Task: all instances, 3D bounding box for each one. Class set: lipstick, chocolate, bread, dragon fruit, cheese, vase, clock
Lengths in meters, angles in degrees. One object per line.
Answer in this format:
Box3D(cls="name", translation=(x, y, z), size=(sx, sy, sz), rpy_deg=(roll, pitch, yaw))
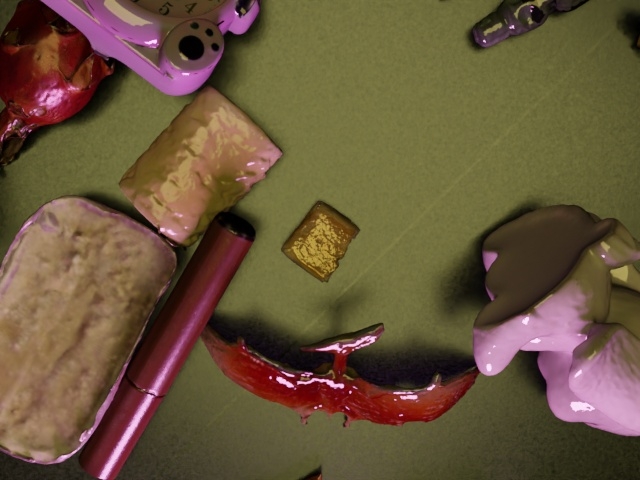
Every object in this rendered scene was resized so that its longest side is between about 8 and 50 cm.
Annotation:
Box3D(cls="lipstick", translation=(-0.181, 0.126, 1.138), size=(0.057, 0.057, 0.356), rpy_deg=(30, 103, -3))
Box3D(cls="chocolate", translation=(-0.299, 0.102, 1.139), size=(0.185, 0.100, 0.303), rpy_deg=(28, 90, 3))
Box3D(cls="bread", translation=(0.000, 0.000, 1.164), size=(0.070, 0.035, 0.083), rpy_deg=(33, 88, -3))
Box3D(cls="dragon fruit", translation=(-0.328, -0.175, 1.117), size=(0.125, 0.125, 0.246), rpy_deg=(30, 111, -26))
Box3D(cls="cheese", translation=(-0.140, -0.084, 1.125), size=(0.123, 0.094, 0.167), rpy_deg=(44, 94, -2))
Box3D(cls="vase", translation=(0.271, -0.287, 1.125), size=(0.211, 0.060, 0.060), rpy_deg=(-31, 94, 4))
Box3D(cls="clock", translation=(-0.168, -0.306, 1.066), size=(0.227, 0.090, 0.248), rpy_deg=(37, 66, -11))

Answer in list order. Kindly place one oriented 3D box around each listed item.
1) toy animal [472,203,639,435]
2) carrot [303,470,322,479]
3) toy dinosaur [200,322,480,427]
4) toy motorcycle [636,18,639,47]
Box3D(cls="toy animal", translation=(0.310, 0.108, 1.085), size=(0.206, 0.271, 0.265), rpy_deg=(-31, 109, 28))
Box3D(cls="carrot", translation=(-0.075, 0.366, 1.195), size=(0.224, 0.057, 0.057), rpy_deg=(-41, 94, -2))
Box3D(cls="toy dinosaur", translation=(0.011, 0.143, 1.143), size=(0.327, 0.113, 0.206), rpy_deg=(-8, 134, 20))
Box3D(cls="toy motorcycle", translation=(0.473, -0.210, 1.111), size=(0.229, 0.130, 0.094), rpy_deg=(19, 72, 11))
